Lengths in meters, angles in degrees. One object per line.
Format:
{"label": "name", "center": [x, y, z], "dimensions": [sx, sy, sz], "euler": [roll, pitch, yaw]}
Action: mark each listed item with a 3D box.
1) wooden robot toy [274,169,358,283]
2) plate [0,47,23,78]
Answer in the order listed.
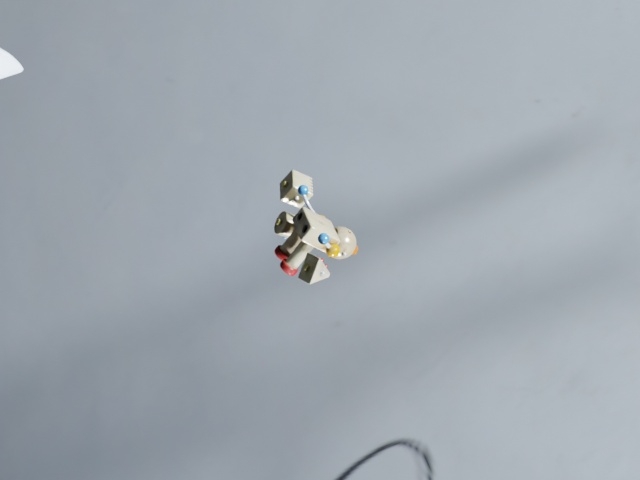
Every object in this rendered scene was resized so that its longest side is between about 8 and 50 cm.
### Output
{"label": "wooden robot toy", "center": [0.000, 0.000, 1.586], "dimensions": [0.076, 0.079, 0.173], "euler": [-55, 31, 24]}
{"label": "plate", "center": [-0.481, -0.179, 1.409], "dimensions": [0.277, 0.278, 0.045], "euler": [20, 120, 35]}
